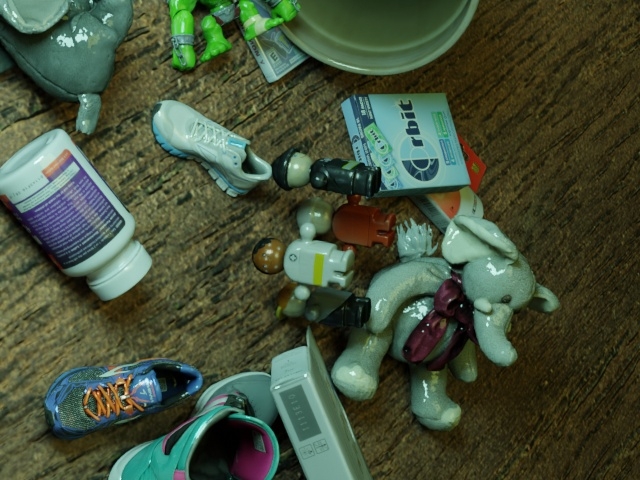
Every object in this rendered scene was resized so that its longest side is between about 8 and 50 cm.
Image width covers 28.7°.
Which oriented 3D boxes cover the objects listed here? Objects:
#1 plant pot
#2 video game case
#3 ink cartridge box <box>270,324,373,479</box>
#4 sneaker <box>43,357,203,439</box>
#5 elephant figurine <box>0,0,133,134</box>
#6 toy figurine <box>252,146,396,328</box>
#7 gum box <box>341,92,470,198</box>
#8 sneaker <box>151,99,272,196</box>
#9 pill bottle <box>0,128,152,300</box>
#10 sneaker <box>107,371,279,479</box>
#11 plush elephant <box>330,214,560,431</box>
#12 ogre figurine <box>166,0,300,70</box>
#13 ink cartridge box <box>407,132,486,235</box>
[{"bbox_3d":[0.095,-0.444,1.812,0.323,0.323,0.280,54,32,-21],"label":"plant pot"},{"bbox_3d":[-0.055,-0.354,1.842,0.201,0.023,0.183,-42,110,-42],"label":"video game case"},{"bbox_3d":[0.009,0.271,1.682,0.239,0.060,0.275,-99,167,-79],"label":"ink cartridge box"},{"bbox_3d":[-0.233,0.179,1.494,0.221,0.087,0.083,-16,91,-46],"label":"sneaker"},{"bbox_3d":[-0.354,-0.266,1.457,0.239,0.186,0.169,19,110,-30],"label":"elephant figurine"},{"bbox_3d":[0.000,0.000,1.694,0.213,0.148,0.210,65,39,-61],"label":"toy figurine"},{"bbox_3d":[0.133,-0.149,1.932,0.184,0.041,0.157,-6,76,-36],"label":"gum box"},{"bbox_3d":[-0.139,-0.131,1.665,0.190,0.083,0.071,34,60,-33],"label":"sneaker"},{"bbox_3d":[-0.287,-0.026,1.473,0.193,0.108,0.108,54,49,-21],"label":"pill bottle"},{"bbox_3d":[-0.105,0.241,1.540,0.295,0.178,0.124,-35,106,-45],"label":"sneaker"},{"bbox_3d":[0.208,0.102,1.822,0.272,0.255,0.330,35,55,-41],"label":"plush elephant"},{"bbox_3d":[-0.134,-0.320,1.705,0.197,0.097,0.118,-28,98,-2],"label":"ogre figurine"},{"bbox_3d":[0.222,-0.101,2.044,0.145,0.045,0.179,44,55,-29],"label":"ink cartridge box"}]
